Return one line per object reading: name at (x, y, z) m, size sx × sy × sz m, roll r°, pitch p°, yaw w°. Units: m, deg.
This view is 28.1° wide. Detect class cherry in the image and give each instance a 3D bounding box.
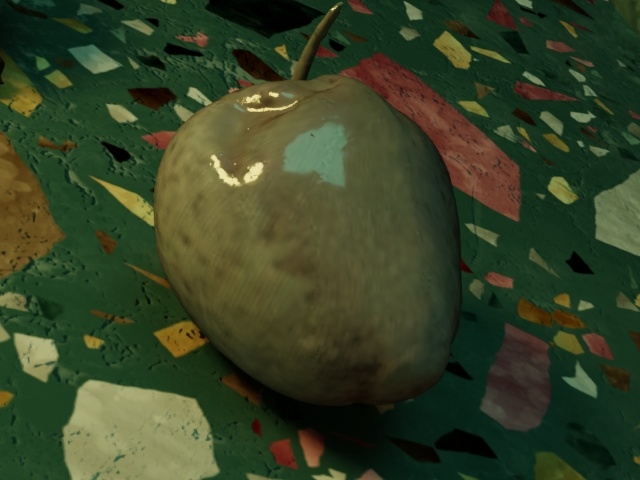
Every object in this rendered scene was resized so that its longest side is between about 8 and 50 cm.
cherry at (-0.010, -0.003, 1.263) m, size 0.326 × 0.291 × 0.335 m, roll 30°, pitch 43°, yaw -31°

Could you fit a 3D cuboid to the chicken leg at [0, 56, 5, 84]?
chicken leg at (-0.517, -0.245, 1.429) m, size 0.322 × 0.083 × 0.177 m, roll 27°, pitch 14°, yaw 4°
